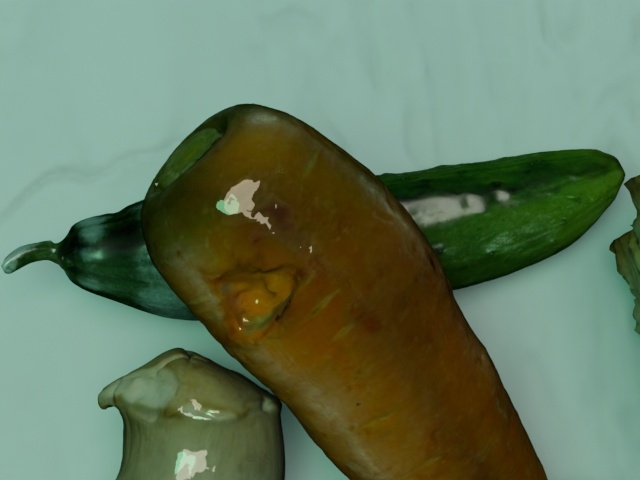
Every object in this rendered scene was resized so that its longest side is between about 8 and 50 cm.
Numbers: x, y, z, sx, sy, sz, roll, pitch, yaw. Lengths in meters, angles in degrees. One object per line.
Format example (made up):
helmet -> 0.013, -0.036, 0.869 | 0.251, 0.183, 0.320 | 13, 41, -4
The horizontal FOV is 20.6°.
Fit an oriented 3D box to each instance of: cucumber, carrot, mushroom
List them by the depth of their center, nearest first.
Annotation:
carrot -> 0.016, 0.035, 0.642 | 0.087, 0.087, 0.193 | -45, 111, -9
mushroom -> -0.049, 0.176, 0.642 | 0.099, 0.096, 0.278 | 1, 71, -10
cucumber -> 0.000, 0.000, 0.700 | 0.250, 0.056, 0.056 | -7, 79, -4

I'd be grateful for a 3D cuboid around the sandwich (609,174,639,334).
sandwich -> 0.276, 0.094, 0.635 | 0.262, 0.131, 0.325 | -17, 84, -1
